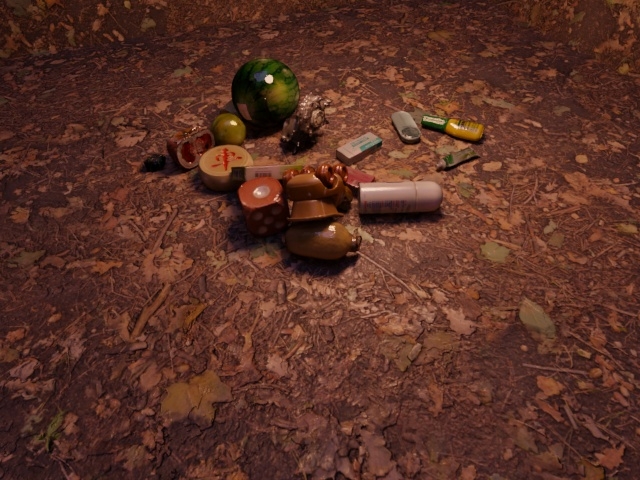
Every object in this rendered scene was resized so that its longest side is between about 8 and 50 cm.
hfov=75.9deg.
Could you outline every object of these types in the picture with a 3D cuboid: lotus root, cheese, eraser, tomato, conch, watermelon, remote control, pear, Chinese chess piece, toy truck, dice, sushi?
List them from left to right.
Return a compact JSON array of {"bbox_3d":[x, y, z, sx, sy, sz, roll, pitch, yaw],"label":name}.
[{"bbox_3d":[-0.777,-0.372,1.946,0.085,0.056,0.083,-3,41,1],"label":"sushi"},{"bbox_3d":[-0.628,-0.452,1.933,0.155,0.180,0.214,28,51,32],"label":"tomato"},{"bbox_3d":[-0.469,-0.517,2.005,0.216,0.166,0.180,-32,63,7],"label":"pear"},{"bbox_3d":[-0.429,-0.332,1.867,0.251,0.097,0.250,-1,49,1],"label":"Chinese chess piece"},{"bbox_3d":[-0.448,-0.706,2.209,0.123,0.093,0.167,27,58,11],"label":"cheese"},{"bbox_3d":[-0.224,-0.134,1.633,0.175,0.179,0.173,-20,51,-9],"label":"dice"},{"bbox_3d":[-0.274,-0.744,2.070,0.364,0.363,0.363,-1,48,1],"label":"watermelon"},{"bbox_3d":[-0.068,-0.563,1.963,0.186,0.313,0.240,46,17,-4],"label":"conch"},{"bbox_3d":[-0.018,-0.183,1.566,0.205,0.211,0.288,-2,8,25],"label":"toy truck"},{"bbox_3d":[0.000,-0.003,1.527,0.304,0.131,0.146,4,81,9],"label":"lotus root"},{"bbox_3d":[0.060,-0.209,1.746,0.108,0.094,0.190,-6,39,-34],"label":"lotus root"},{"bbox_3d":[0.187,-0.444,1.976,0.225,0.052,0.095,-32,57,-25],"label":"eraser"},{"bbox_3d":[0.433,-0.577,2.087,0.104,0.052,0.247,-9,49,-5],"label":"remote control"}]

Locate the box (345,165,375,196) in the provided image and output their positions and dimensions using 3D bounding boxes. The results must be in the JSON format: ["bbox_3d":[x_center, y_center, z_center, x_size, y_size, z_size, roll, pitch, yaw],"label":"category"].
[{"bbox_3d":[0.151,-0.257,1.806,0.156,0.060,0.111,26,54,19],"label":"box"}]

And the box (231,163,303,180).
[{"bbox_3d":[-0.229,-0.291,1.749,0.261,0.062,0.175,-8,13,-29],"label":"box"}]

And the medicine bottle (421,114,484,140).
[{"bbox_3d":[0.658,-0.571,2.060,0.309,0.076,0.111,19,50,19],"label":"medicine bottle"}]

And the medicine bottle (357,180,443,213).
[{"bbox_3d":[0.328,-0.176,1.679,0.342,0.130,0.130,-1,48,1],"label":"medicine bottle"}]

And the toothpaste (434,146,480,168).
[{"bbox_3d":[0.633,-0.382,1.913,0.248,0.046,0.078,-24,56,-21],"label":"toothpaste"}]
